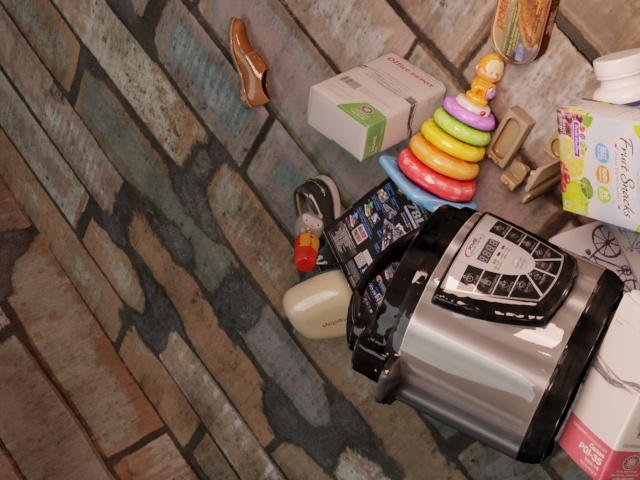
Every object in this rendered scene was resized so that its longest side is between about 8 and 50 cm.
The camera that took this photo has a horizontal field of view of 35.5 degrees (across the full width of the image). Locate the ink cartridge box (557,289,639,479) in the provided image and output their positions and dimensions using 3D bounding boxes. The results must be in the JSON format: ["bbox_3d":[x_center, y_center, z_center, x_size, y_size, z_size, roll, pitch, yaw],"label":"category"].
[{"bbox_3d":[0.528,0.234,1.562,0.117,0.207,0.283,49,126,55],"label":"ink cartridge box"}]

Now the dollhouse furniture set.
[{"bbox_3d":[0.348,-0.146,1.781,0.151,0.123,0.144,48,141,21],"label":"dollhouse furniture set"}]

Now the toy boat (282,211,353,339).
[{"bbox_3d":[0.023,0.084,2.251,0.267,0.148,0.318,-14,132,18],"label":"toy boat"}]

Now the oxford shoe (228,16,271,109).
[{"bbox_3d":[-0.159,-0.415,2.308,0.076,0.076,0.212,-9,104,22],"label":"oxford shoe"}]

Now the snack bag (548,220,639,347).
[{"bbox_3d":[0.564,0.092,1.728,0.342,0.037,0.323,-22,94,56],"label":"snack bag"}]

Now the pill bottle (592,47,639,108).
[{"bbox_3d":[0.491,-0.203,1.579,0.112,0.112,0.187,3,114,50],"label":"pill bottle"}]

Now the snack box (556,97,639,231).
[{"bbox_3d":[0.459,-0.112,1.509,0.207,0.070,0.174,22,129,52],"label":"snack box"}]

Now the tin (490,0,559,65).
[{"bbox_3d":[0.350,-0.391,1.703,0.106,0.040,0.190,33,134,29],"label":"tin"}]

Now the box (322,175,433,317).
[{"bbox_3d":[0.170,0.028,2.059,0.293,0.073,0.295,-40,68,39],"label":"box"}]

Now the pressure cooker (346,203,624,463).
[{"bbox_3d":[0.260,0.144,1.715,0.420,0.370,0.375,25,95,18],"label":"pressure cooker"}]

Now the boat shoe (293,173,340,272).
[{"bbox_3d":[0.000,0.000,2.329,0.114,0.091,0.303,5,116,48],"label":"boat shoe"}]

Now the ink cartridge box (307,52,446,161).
[{"bbox_3d":[0.109,-0.261,1.927,0.160,0.219,0.093,40,141,30],"label":"ink cartridge box"}]

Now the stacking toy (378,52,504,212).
[{"bbox_3d":[0.259,-0.207,1.838,0.302,0.175,0.166,-63,39,24],"label":"stacking toy"}]
